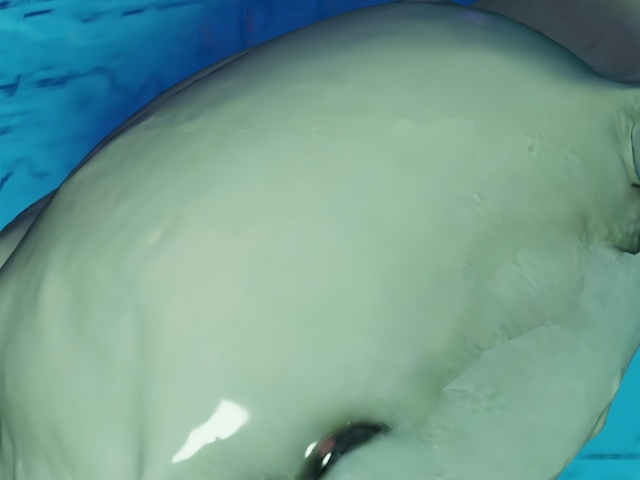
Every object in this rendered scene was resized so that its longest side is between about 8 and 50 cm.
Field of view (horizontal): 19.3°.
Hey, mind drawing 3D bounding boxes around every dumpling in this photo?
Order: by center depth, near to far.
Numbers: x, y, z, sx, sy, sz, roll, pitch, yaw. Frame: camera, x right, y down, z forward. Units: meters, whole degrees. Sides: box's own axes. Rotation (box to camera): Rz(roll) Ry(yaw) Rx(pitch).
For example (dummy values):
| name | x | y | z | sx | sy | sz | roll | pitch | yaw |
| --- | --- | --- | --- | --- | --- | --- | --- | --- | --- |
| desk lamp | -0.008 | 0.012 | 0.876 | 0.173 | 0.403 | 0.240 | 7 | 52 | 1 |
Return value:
| name | x | y | z | sx | sy | sz | roll | pitch | yaw |
| --- | --- | --- | --- | --- | --- | --- | --- | --- | --- |
| dumpling | 0.000 | 0.005 | 0.583 | 0.227 | 0.243 | 0.175 | 36 | 132 | 58 |
